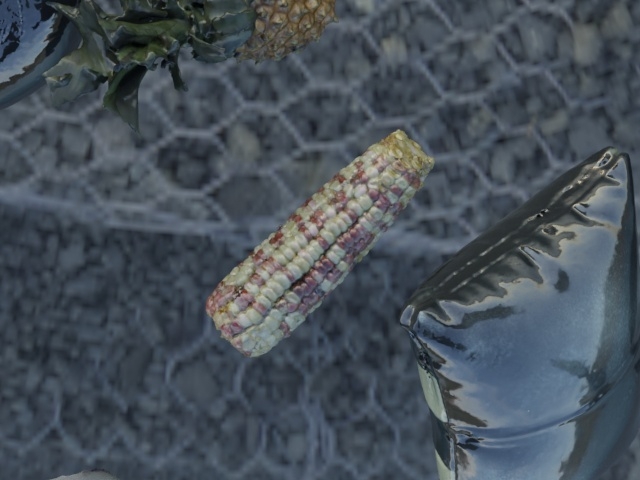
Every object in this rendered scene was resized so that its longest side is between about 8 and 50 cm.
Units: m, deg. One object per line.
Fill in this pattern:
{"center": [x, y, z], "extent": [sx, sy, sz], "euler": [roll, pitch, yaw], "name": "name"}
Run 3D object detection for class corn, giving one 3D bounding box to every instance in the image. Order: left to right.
{"center": [0.000, 0.000, 1.693], "extent": [0.237, 0.079, 0.079], "euler": [-47, 114, 1], "name": "corn"}

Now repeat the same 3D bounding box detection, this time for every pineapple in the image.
{"center": [-0.097, -0.169, 1.574], "extent": [0.119, 0.277, 0.130], "euler": [-30, 88, 42], "name": "pineapple"}

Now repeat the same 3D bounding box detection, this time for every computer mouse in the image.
{"center": [-0.224, -0.207, 1.566], "extent": [0.088, 0.147, 0.264], "euler": [25, 132, 24], "name": "computer mouse"}

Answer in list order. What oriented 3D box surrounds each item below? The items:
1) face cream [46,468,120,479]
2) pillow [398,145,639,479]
{"center": [-0.158, 0.258, 1.172], "extent": [0.175, 0.175, 0.195], "euler": [-31, 74, 16], "name": "face cream"}
{"center": [0.135, 0.083, 1.224], "extent": [0.186, 0.106, 0.250], "euler": [-37, 137, -24], "name": "pillow"}
